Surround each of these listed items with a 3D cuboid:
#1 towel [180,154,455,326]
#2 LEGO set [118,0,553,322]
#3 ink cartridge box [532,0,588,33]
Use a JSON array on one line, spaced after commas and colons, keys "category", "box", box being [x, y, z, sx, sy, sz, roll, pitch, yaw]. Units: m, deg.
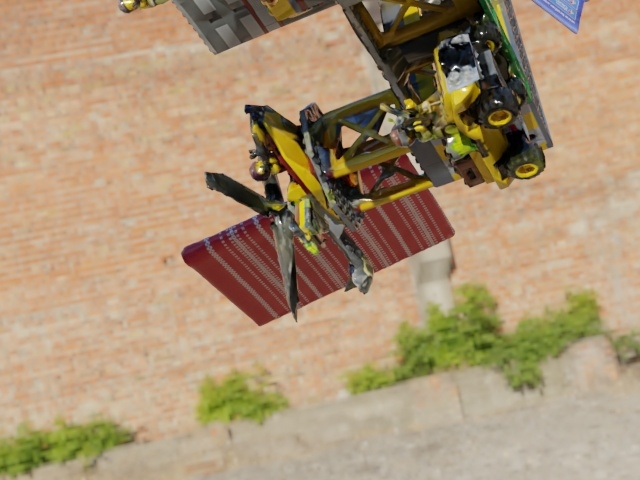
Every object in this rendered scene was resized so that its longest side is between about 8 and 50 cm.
[{"category": "towel", "box": [0.000, 0.000, 1.329, 0.275, 0.031, 0.199, -25, -33, 11]}, {"category": "LEGO set", "box": [-0.035, -0.147, 0.527, 0.192, 0.331, 0.255, -20, -28, 16]}, {"category": "ink cartridge box", "box": [0.224, -0.357, 1.114, 0.065, 0.186, 0.311, -34, 26, 52]}]
